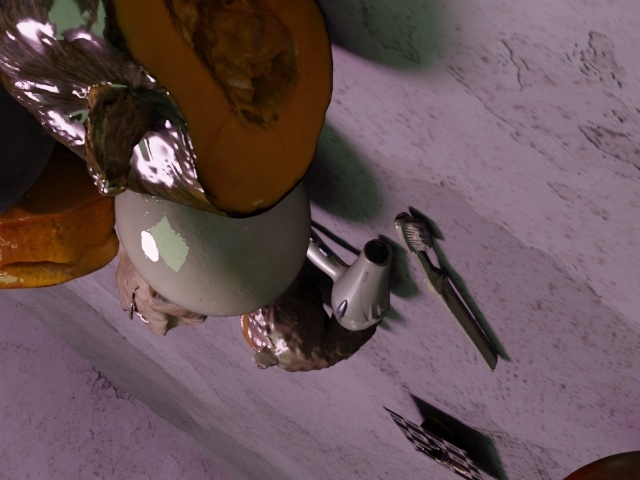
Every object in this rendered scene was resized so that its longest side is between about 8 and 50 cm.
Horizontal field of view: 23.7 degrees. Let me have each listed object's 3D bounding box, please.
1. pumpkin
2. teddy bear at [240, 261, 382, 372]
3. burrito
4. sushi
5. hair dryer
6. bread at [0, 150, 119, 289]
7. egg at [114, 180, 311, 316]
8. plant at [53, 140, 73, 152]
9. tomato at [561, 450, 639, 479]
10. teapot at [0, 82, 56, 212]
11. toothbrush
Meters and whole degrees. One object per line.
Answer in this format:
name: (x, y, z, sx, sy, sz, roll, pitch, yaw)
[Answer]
pumpkin: (-0.152, -0.146, 1.128, 0.232, 0.242, 0.325, 8, 147, 31)
teddy bear: (-0.036, 0.095, 1.820, 0.177, 0.140, 0.190, 35, 173, -5)
burrito: (-0.160, 0.006, 1.793, 0.135, 0.190, 0.332, 8, 170, -11)
sushi: (0.169, 0.273, 2.069, 0.139, 0.031, 0.201, 28, 166, 28)
hair dryer: (0.011, 0.001, 1.621, 0.199, 0.067, 0.167, 51, 155, 1)
bread: (-0.372, -0.030, 1.856, 0.270, 0.195, 0.142, -2, 112, 12)
egg: (-0.103, -0.023, 1.500, 0.187, 0.186, 0.253, 28, 166, 29)
plant: (-0.362, -0.074, 2.018, 0.194, 0.132, 0.129, 26, 163, 19)
tomato: (0.343, 0.327, 1.501, 0.270, 0.223, 0.270, 46, 157, 27)
teapot: (-0.497, -0.149, 1.733, 0.344, 0.300, 0.253, 10, 115, 43)
toothbrush: (0.130, 0.057, 1.533, 0.028, 0.026, 0.294, 10, 152, 28)
